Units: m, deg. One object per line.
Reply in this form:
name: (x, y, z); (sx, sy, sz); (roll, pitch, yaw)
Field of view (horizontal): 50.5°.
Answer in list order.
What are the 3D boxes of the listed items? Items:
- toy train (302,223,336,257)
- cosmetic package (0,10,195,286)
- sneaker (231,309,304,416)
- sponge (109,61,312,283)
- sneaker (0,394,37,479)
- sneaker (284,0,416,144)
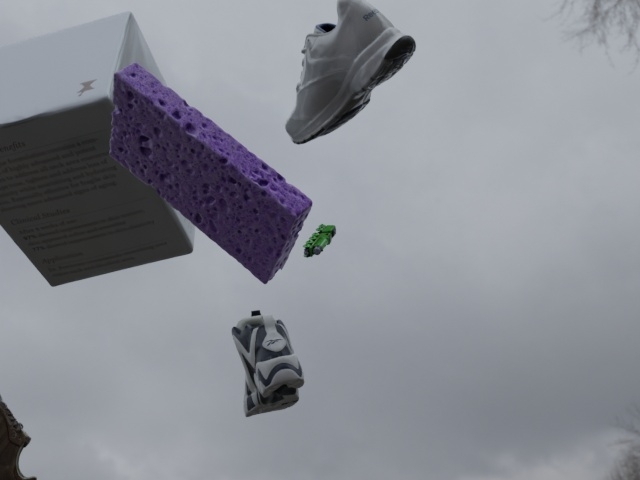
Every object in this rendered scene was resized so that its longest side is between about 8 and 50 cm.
toy train: (0.000, 0.000, 0.806); (0.023, 0.083, 0.017); (2, -68, 15)
cosmetic package: (-0.465, -0.177, 1.370); (0.329, 0.327, 0.394); (-12, -46, 7)
sneaker: (-0.096, 0.201, 1.146); (0.094, 0.153, 0.235); (-10, -25, -13)
sponge: (-0.109, -0.059, 0.634); (0.210, 0.031, 0.117); (39, -37, 7)
sneaker: (-0.492, 0.301, 1.063); (0.071, 0.188, 0.066); (-11, -9, -18)
sneaker: (0.022, -0.251, 1.024); (0.111, 0.129, 0.297); (-37, -2, -39)
